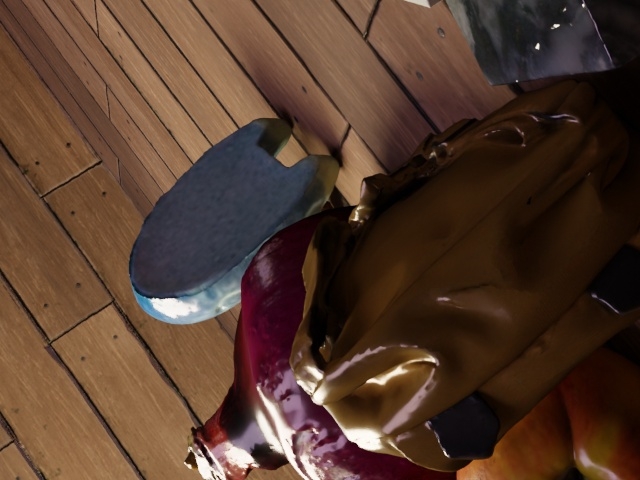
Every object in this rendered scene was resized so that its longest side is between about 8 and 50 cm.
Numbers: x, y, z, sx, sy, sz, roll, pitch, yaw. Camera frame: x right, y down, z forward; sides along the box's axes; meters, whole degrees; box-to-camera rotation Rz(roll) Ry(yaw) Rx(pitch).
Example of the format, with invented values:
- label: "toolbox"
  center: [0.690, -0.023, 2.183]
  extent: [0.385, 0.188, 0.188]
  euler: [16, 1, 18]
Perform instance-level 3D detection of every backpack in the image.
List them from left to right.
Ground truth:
- label: "backpack"
  center: [0.131, 0.016, 0.905]
  extent: [0.201, 0.353, 0.378]
  euler: [48, -170, -13]

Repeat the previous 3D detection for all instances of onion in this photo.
- label: "onion"
  center: [-0.002, 0.164, 1.333]
  extent: [0.398, 0.420, 0.398]
  euler: [56, -159, -35]

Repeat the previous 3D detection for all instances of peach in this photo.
- label: "peach"
  center: [0.256, 0.230, 1.110]
  extent: [0.281, 0.238, 0.281]
  euler: [-4, -90, -79]

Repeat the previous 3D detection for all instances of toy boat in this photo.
- label: "toy boat"
  center: [-0.117, -0.013, 1.549]
  extent: [0.215, 0.330, 0.123]
  euler: [38, 174, 38]

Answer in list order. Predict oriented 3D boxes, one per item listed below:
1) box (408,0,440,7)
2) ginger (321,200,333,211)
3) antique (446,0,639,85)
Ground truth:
- label: "box"
  center: [0.062, -0.288, 0.986]
  extent: [0.100, 0.048, 0.152]
  euler: [31, 152, 51]
- label: "ginger"
  center: [0.000, 0.000, 1.608]
  extent: [0.162, 0.103, 0.073]
  euler: [37, -179, -9]
- label: "antique"
  center: [0.175, -0.174, 0.820]
  extent: [0.086, 0.088, 0.183]
  euler: [60, 163, -14]
